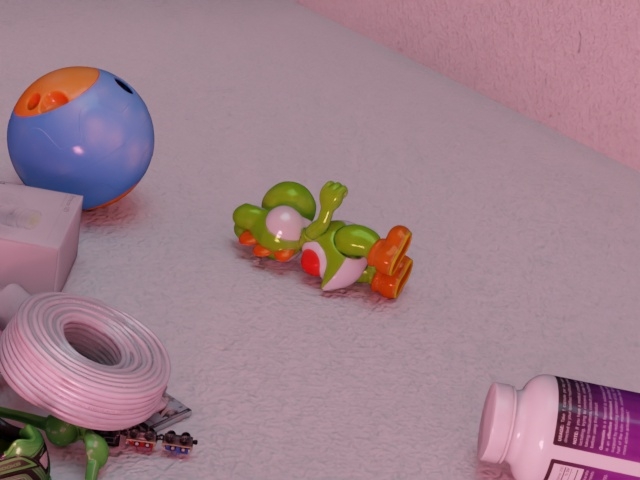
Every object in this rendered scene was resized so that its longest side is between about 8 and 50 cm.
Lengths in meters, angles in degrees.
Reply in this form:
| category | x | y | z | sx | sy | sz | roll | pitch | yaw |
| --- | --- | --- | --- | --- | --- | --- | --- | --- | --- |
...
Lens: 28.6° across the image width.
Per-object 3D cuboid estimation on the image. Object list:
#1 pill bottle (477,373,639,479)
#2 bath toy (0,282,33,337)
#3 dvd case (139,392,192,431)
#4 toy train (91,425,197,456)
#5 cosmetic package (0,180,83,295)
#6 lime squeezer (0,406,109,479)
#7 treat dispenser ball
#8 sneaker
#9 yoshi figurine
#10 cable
| category | x | y | z | sx | sy | sz | roll | pitch | yaw |
| --- | --- | --- | --- | --- | --- | --- | --- | --- | --- |
| pill bottle | 0.416 | 0.312 | 1.953 | 0.323 | 0.181 | 0.181 | 12 | 25 | -1 |
| bath toy | -0.532 | 0.157 | 1.914 | 0.129 | 0.151 | 0.348 | 2 | 11 | 30 |
| dvd case | -0.273 | 0.255 | 1.963 | 0.119 | 0.013 | 0.087 | 30 | 31 | 30 |
| toy train | -0.261 | 0.296 | 1.858 | 0.158 | 0.036 | 0.027 | 8 | 9 | -4 |
| cosmetic package | -0.553 | 0.002 | 2.219 | 0.225 | 0.138 | 0.224 | 11 | 26 | -5 |
| lime squeezer | -0.373 | 0.300 | 1.801 | 0.110 | 0.058 | 0.310 | -39 | 51 | -21 |
| treat dispenser ball | -0.476 | -0.203 | 2.500 | 0.288 | 0.288 | 0.288 | 10 | 26 | -5 |
| sneaker | -0.516 | 0.258 | 1.697 | 0.344 | 0.146 | 0.134 | 15 | 26 | 8 |
| yoshi figurine | 0.011 | -0.025 | 2.484 | 0.362 | 0.203 | 0.203 | 18 | 10 | 17 |
| cable | -0.348 | 0.178 | 1.867 | 0.257 | 0.089 | 0.257 | 34 | 21 | 6 |
